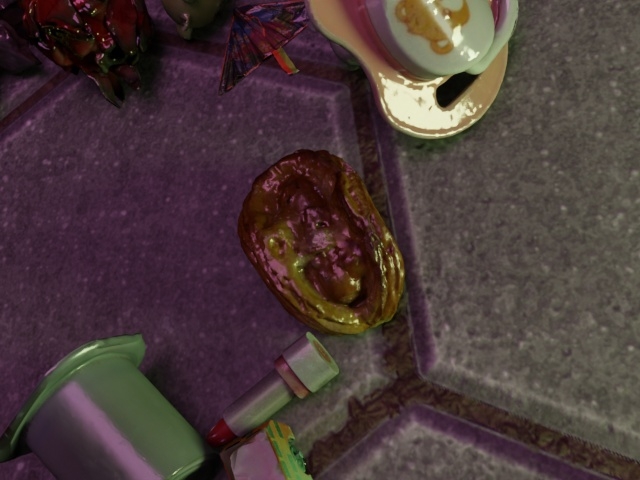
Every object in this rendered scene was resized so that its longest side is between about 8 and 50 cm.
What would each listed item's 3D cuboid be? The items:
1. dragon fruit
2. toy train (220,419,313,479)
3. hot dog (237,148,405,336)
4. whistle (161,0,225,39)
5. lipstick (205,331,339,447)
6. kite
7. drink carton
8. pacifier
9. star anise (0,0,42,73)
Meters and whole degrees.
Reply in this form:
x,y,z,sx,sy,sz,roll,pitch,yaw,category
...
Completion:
x,y,z,sx,sy,sz,roll,pitch,yaw,category
-0.355,-0.339,1.173,0.274,0.192,0.193,41,77,17,dragon fruit
-0.042,0.294,0.843,0.072,0.099,0.188,-30,61,4,toy train
-0.002,-0.003,0.948,0.175,0.114,0.259,-36,61,3,hot dog
-0.188,-0.453,1.205,0.106,0.131,0.288,13,67,-8,whistle
-0.069,0.194,0.923,0.186,0.057,0.063,-39,89,6,lipstick
-0.079,-0.323,1.169,0.241,0.014,0.183,-35,62,1,kite
-0.238,0.238,0.881,0.189,0.185,0.191,42,100,22,drink carton
0.106,-0.286,0.962,0.273,0.332,0.220,-25,26,35,pacifier
-0.619,-0.354,1.309,0.332,0.117,0.331,-5,71,14,star anise
